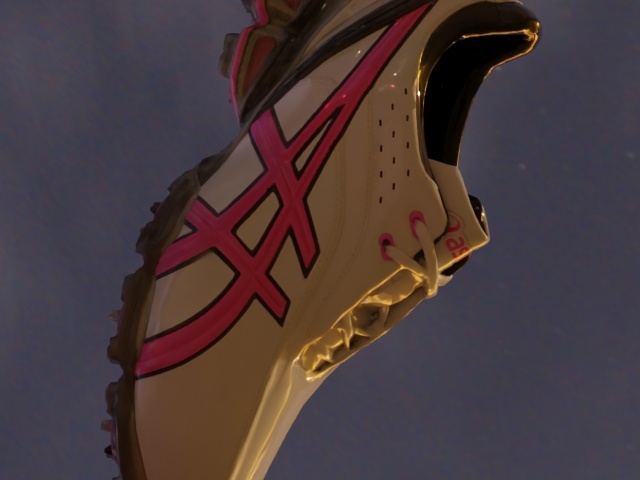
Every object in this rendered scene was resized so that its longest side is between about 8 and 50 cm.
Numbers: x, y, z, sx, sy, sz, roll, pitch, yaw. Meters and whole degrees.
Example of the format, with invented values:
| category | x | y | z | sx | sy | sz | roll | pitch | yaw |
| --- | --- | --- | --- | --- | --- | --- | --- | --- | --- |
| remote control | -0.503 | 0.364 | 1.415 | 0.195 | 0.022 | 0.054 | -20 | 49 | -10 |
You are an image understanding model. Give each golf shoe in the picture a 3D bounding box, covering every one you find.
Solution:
| category | x | y | z | sx | sy | sz | roll | pitch | yaw |
| --- | --- | --- | --- | --- | --- | --- | --- | --- | --- |
| golf shoe | 0.000 | 0.000 | 0.492 | 0.186 | 0.086 | 0.067 | -69 | -24 | -12 |
